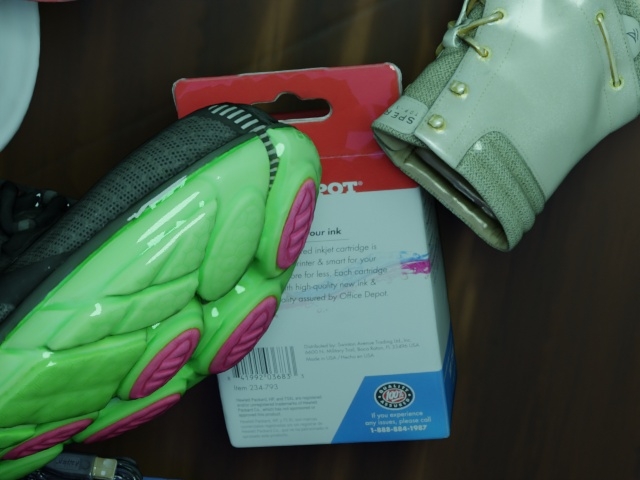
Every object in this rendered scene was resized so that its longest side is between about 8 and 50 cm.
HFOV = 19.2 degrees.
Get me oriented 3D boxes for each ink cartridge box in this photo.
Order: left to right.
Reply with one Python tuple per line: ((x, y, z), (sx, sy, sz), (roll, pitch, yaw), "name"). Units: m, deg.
((0.000, 0.000, 1.089), (0.134, 0.078, 0.231), (-3, 114, 10), "ink cartridge box")

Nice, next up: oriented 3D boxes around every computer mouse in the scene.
((-0.159, 0.218, 1.205), (0.106, 0.042, 0.193), (-1, 107, 8), "computer mouse")

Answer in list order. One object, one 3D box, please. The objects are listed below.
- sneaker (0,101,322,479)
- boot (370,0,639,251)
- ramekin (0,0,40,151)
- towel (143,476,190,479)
((-0.207, 0.038, 1.055), (0.482, 0.185, 0.202), (-29, 76, 32), "sneaker")
((0.082, -0.118, 0.982), (0.165, 0.077, 0.213), (-45, 107, -13), "boot")
((-0.281, -0.137, 0.980), (0.127, 0.273, 0.273), (-21, 110, 31), "ramekin")
((-0.169, 0.278, 1.272), (0.209, 0.034, 0.285), (1, 113, 11), "towel")
